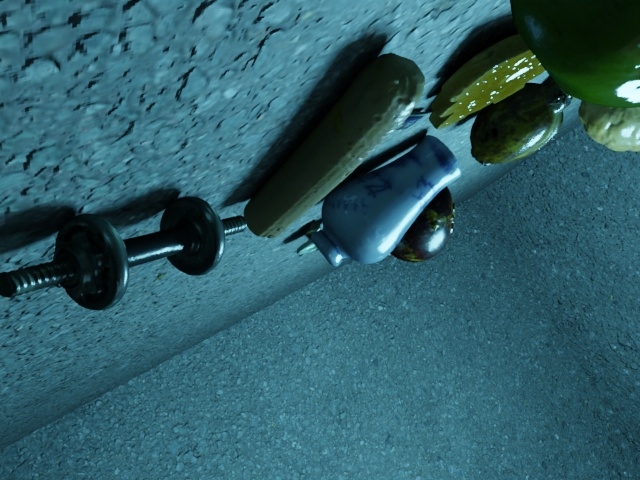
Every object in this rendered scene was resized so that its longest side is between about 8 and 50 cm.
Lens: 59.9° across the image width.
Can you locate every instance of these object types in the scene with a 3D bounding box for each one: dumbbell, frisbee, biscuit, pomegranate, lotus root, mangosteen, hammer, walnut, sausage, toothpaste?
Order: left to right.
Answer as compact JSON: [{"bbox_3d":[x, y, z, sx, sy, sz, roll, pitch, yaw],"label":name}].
[{"bbox_3d":[-0.153,0.007,0.491,0.081,0.081,0.254,-35,172,34],"label":"dumbbell"},{"bbox_3d":[-0.008,-0.008,1.218,0.125,0.027,0.297,-30,173,0],"label":"hammer"},{"bbox_3d":[0.000,0.000,1.139,0.110,0.014,0.110,-25,173,-3],"label":"frisbee"},{"bbox_3d":[0.002,-0.085,0.577,0.066,0.066,0.301,-25,173,-38],"label":"sausage"},{"bbox_3d":[0.164,-0.049,1.136,0.217,0.192,0.192,0,-179,16],"label":"mangosteen"},{"bbox_3d":[0.100,-0.149,0.692,0.037,0.021,0.140,-32,176,29],"label":"toothpaste"},{"bbox_3d":[0.215,-0.207,0.679,0.212,0.041,0.239,-27,175,22],"label":"biscuit"},{"bbox_3d":[0.326,-0.197,0.923,0.120,0.120,0.209,-25,171,-37],"label":"lotus root"},{"bbox_3d":[0.644,-0.298,1.144,0.257,0.257,0.224,-18,134,-61],"label":"walnut"},{"bbox_3d":[0.235,-0.154,0.376,0.187,0.225,0.187,-7,158,-3],"label":"pomegranate"}]

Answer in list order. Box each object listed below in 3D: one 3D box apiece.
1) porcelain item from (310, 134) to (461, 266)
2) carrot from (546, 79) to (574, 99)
[{"bbox_3d":[0.103,-0.059,0.902,0.259,0.141,0.141,-39,173,0],"label":"porcelain item"},{"bbox_3d":[0.449,-0.285,1.033,0.078,0.078,0.298,-29,179,-11],"label":"carrot"}]
